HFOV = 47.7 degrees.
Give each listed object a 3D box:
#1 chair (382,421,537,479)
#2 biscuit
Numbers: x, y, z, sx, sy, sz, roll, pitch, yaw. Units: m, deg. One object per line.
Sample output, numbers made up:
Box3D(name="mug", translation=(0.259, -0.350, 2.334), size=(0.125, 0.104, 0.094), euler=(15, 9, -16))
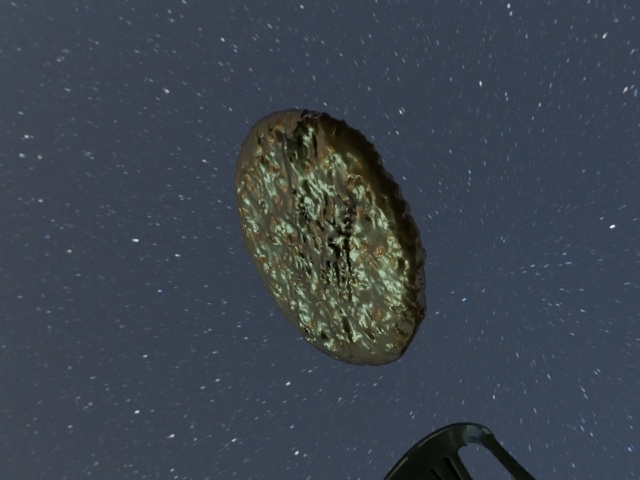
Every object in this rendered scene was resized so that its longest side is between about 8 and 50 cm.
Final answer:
Box3D(name="chair", translation=(0.202, 0.359, 0.875), size=(0.275, 0.190, 0.203), euler=(40, -94, 16))
Box3D(name="biscuit", translation=(-0.001, 0.000, 0.553), size=(0.033, 0.220, 0.219), euler=(-25, -101, -32))
